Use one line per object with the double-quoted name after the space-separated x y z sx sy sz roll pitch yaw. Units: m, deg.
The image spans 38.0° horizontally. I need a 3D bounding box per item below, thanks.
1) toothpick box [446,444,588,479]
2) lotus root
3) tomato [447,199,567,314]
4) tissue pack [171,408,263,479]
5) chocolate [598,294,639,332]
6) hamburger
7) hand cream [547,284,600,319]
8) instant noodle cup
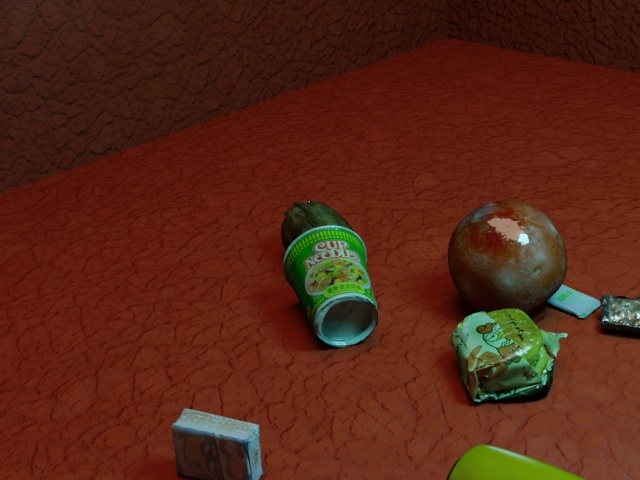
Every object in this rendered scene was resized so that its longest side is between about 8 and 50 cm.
0.326 0.425 1.437 0.175 0.175 0.271 -26 31 -36 "toothpick box"
0.000 0.000 2.335 0.152 0.160 0.275 11 21 -25 "lotus root"
0.414 0.032 2.080 0.264 0.265 0.265 -4 27 2 "tomato"
-0.184 0.376 1.670 0.155 0.116 0.065 7 28 19 "tissue pack"
0.761 0.176 1.979 0.329 0.065 0.102 6 43 21 "chocolate"
0.385 0.217 1.876 0.235 0.125 0.214 -16 36 8 "hamburger"
0.516 0.111 2.170 0.275 0.050 0.079 26 67 38 "hand cream"
0.035 0.114 2.088 0.207 0.207 0.233 -9 36 -9 "instant noodle cup"
